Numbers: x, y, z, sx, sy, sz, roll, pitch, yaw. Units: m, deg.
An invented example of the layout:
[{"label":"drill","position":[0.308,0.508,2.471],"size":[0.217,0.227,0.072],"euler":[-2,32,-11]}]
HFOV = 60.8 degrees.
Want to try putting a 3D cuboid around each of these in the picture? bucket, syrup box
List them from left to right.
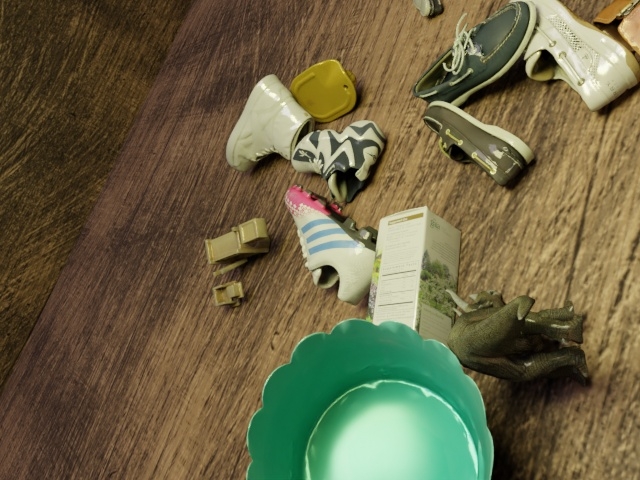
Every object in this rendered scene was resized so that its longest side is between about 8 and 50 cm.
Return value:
[{"label":"bucket","position":[0.064,0.252,0.637],"size":[0.281,0.183,0.281],"euler":[-7,58,12]},{"label":"syrup box","position":[0.138,0.079,0.814],"size":[0.096,0.093,0.237],"euler":[-16,56,44]}]

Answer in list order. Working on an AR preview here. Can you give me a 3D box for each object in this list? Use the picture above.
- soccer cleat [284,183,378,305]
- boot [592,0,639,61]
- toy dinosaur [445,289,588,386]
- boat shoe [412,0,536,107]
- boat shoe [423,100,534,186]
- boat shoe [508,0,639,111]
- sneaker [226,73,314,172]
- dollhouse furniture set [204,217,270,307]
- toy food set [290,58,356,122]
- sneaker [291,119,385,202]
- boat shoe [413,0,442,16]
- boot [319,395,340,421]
[{"label":"soccer cleat","position":[0.000,0.000,1.011],"size":[0.143,0.116,0.331],"euler":[-61,35,8]},{"label":"boot","position":[0.481,-0.301,0.647],"size":[0.220,0.109,0.283],"euler":[-44,38,20]},{"label":"toy dinosaur","position":[0.210,0.117,0.619],"size":[0.160,0.313,0.121],"euler":[-8,86,21]},{"label":"boat shoe","position":[0.239,-0.299,0.885],"size":[0.254,0.079,0.095],"euler":[149,132,-66]},{"label":"boat shoe","position":[0.231,-0.158,0.870],"size":[0.069,0.081,0.228],"euler":[-51,40,6]},{"label":"boat shoe","position":[0.343,-0.285,0.810],"size":[0.096,0.098,0.277],"euler":[-44,41,20]},{"label":"sneaker","position":[-0.117,-0.222,1.285],"size":[0.108,0.169,0.292],"euler":[-35,-13,-38]},{"label":"dollhouse furniture set","position":[-0.150,0.053,1.200],"size":[0.181,0.101,0.161],"euler":[-19,78,41]},{"label":"toy food set","position":[0.006,-0.340,1.233],"size":[0.217,0.128,0.071],"euler":[-14,36,50]},{"label":"sneaker","position":[0.016,-0.140,1.099],"size":[0.234,0.094,0.153],"euler":[-5,54,36]},{"label":"boat shoe","position":[0.224,-0.509,1.146],"size":[0.125,0.038,0.046],"euler":[-100,10,-47]},{"label":"boot","position":[0.033,0.271,0.807],"size":[0.045,0.099,0.121],"euler":[-1,66,51]}]
